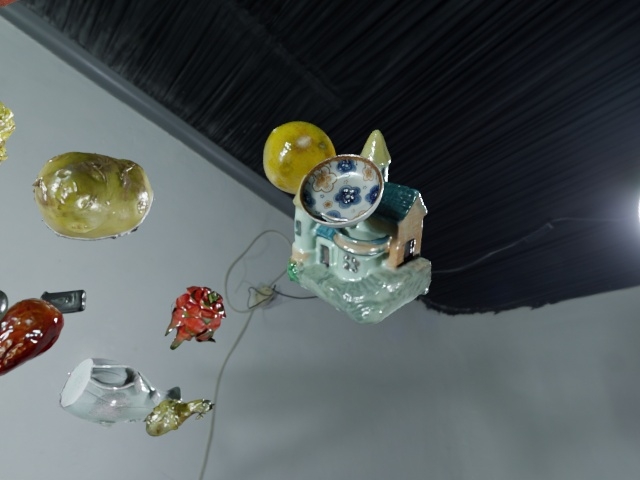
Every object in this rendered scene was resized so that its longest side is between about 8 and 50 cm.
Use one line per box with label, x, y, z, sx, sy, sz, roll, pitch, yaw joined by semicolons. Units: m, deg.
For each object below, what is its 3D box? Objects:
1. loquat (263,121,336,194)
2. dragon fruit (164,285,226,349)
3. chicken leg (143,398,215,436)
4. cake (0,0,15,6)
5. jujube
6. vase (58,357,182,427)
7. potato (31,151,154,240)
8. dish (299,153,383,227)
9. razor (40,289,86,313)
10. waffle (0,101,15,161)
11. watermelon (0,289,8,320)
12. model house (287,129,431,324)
loquat;-0.045;-0.216;1.132;0.213;0.213;0.246;-6;46;-48
dragon fruit;-0.470;0.288;1.523;0.192;0.274;0.193;30;15;-37
chicken leg;-0.464;0.560;1.314;0.088;0.228;0.103;-122;-169;-82
cake;-0.468;-0.356;0.460;0.283;0.151;0.177;-14;70;-14
jujube;-0.946;0.303;1.267;0.255;0.190;0.190;-44;102;-25
vase;-0.783;0.637;1.646;0.445;0.250;0.250;39;43;-38
potato;-0.609;-0.146;1.107;0.300;0.196;0.246;-30;72;-34
dish;0.041;-0.067;0.684;0.078;0.141;0.141;63;24;-55
razor;-0.961;0.231;1.508;0.148;0.054;0.090;-2;53;-21
waffle;-0.683;-0.119;0.737;0.060;0.307;0.312;41;51;-24
watermelon;-0.901;0.179;1.102;0.078;0.078;0.110;18;48;-39
model house;0.070;-0.049;0.796;0.194;0.267;0.325;-21;124;-39
